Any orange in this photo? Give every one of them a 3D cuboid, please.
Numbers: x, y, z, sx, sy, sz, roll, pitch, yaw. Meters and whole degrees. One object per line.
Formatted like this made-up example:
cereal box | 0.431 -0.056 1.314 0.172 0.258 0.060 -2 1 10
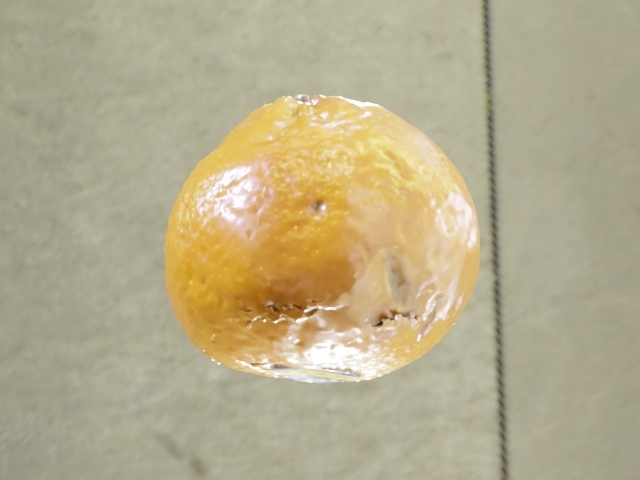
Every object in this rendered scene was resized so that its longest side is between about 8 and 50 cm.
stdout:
orange | 0.002 0.000 0.799 0.135 0.135 0.117 13 81 -18
